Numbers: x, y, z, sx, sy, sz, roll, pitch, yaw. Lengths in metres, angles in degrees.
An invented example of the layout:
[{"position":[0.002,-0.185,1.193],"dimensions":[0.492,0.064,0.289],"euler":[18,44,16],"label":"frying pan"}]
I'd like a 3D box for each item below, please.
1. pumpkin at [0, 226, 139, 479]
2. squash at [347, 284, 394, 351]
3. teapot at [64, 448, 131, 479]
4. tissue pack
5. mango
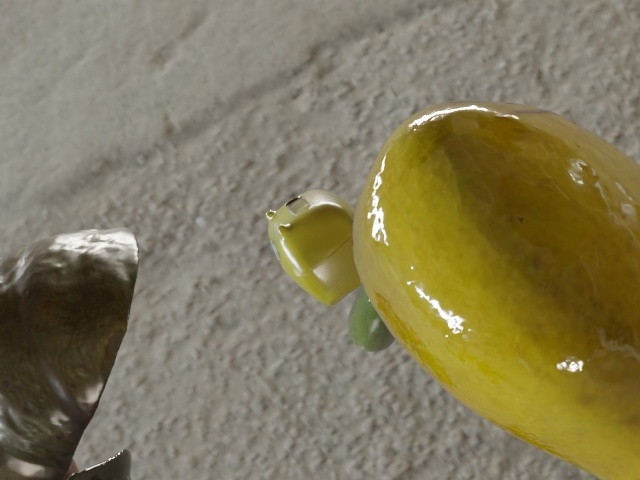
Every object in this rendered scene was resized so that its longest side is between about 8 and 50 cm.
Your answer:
[{"position":[-0.229,0.078,0.968],"dimensions":[0.149,0.130,0.254],"euler":[141,144,-61],"label":"pumpkin"},{"position":[0.083,0.112,1.829],"dimensions":[0.087,0.331,0.087],"euler":[1,71,-4],"label":"squash"},{"position":[-0.316,0.468,1.645],"dimensions":[0.305,0.376,0.361],"euler":[-25,81,3],"label":"teapot"},{"position":[0.000,0.000,1.647],"dimensions":[0.123,0.127,0.178],"euler":[-38,16,-1],"label":"tissue pack"},{"position":[0.225,0.064,0.994],"dimensions":[0.220,0.445,0.301],"euler":[-54,-7,22],"label":"mango"}]
